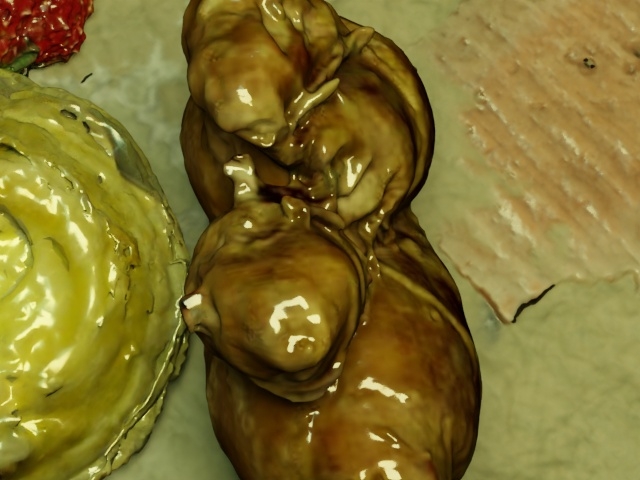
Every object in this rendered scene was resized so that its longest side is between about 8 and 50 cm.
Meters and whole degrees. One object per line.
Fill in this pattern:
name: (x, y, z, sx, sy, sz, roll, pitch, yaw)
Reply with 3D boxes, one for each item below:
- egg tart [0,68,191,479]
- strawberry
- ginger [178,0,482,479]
egg tart: (-0.207, 0.029, 1.097, 0.279, 0.095, 0.279, 0, 85, -4)
strawberry: (-0.205, -0.172, 1.184, 0.192, 0.085, 0.140, -34, 75, -14)
ginger: (0.003, 0.011, 1.039, 0.152, 0.274, 0.357, -8, 74, -1)
